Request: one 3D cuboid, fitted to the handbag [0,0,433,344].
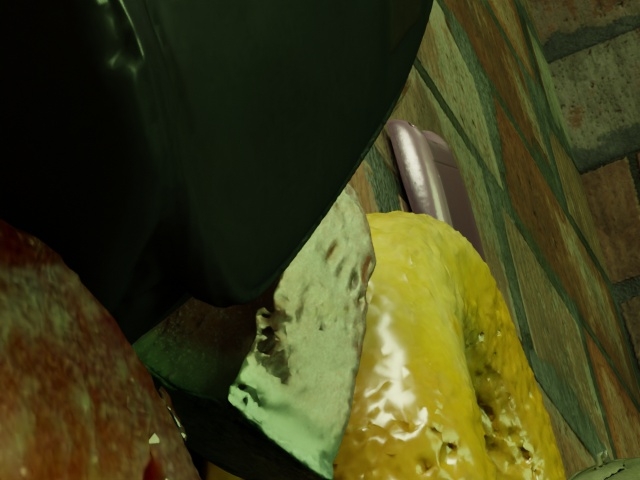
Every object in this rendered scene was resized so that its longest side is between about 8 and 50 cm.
[{"bbox_3d":[-0.052,-0.082,0.635,0.178,0.275,0.302,45,43,-9],"label":"handbag"}]

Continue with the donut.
[{"bbox_3d":[0.064,0.151,1.045,0.435,0.163,0.378,-7,80,-74],"label":"donut"}]

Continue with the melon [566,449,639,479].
[{"bbox_3d":[0.350,0.367,1.575,0.330,0.268,0.268,62,15,4],"label":"melon"}]

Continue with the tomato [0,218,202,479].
[{"bbox_3d":[-0.148,0.144,0.428,0.338,0.143,0.338,51,27,-39],"label":"tomato"}]

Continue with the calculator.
[{"bbox_3d":[0.152,0.002,1.776,0.194,0.043,0.294,7,65,-73],"label":"calculator"}]

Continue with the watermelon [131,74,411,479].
[{"bbox_3d":[-0.048,-0.019,0.848,0.148,0.226,0.318,36,24,-33],"label":"watermelon"}]
